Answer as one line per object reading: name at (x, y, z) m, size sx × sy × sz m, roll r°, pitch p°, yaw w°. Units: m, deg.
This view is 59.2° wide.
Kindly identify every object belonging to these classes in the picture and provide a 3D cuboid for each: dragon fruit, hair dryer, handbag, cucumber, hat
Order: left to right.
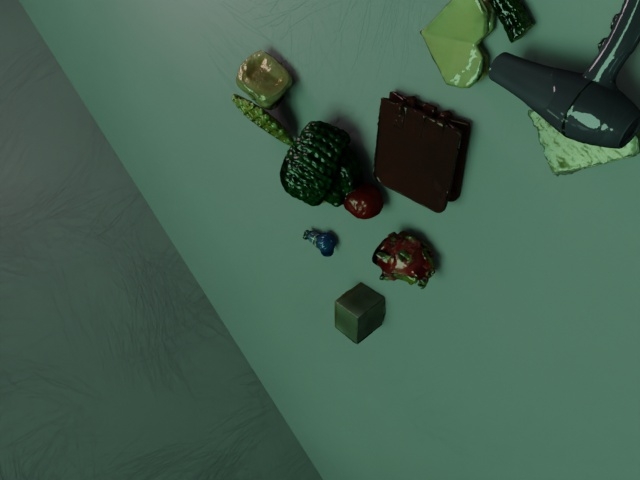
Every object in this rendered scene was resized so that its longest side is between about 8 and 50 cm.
hat at (0.055, -0.196, 1.722) m, size 0.332 × 0.242 × 0.274 m, roll 30°, pitch 170°, yaw -3°
dragon fruit at (0.259, 0.066, 1.716) m, size 0.172 × 0.160 × 0.166 m, roll 30°, pitch 99°, yaw 29°
handbag at (0.262, -0.233, 1.496) m, size 0.260 × 0.084 × 0.275 m, roll 33°, pitch 142°, yaw 33°
cucumber at (0.364, -0.496, 1.143) m, size 0.187 × 0.058 × 0.058 m, roll 58°, pitch 148°, yaw -2°
hair dryer at (0.495, -0.374, 1.020) m, size 0.301 × 0.121 × 0.361 m, roll 43°, pitch 129°, yaw 32°

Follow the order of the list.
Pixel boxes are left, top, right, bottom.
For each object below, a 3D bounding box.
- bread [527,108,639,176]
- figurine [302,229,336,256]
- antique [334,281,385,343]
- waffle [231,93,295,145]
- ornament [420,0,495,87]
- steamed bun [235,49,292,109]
bread at (0.537, -0.205, 1.165) m, size 0.232 × 0.064 × 0.172 m, roll 33°, pitch 130°, yaw 28°
figurine at (0.000, 0.000, 2.080) m, size 0.149 × 0.086 × 0.087 m, roll 34°, pitch 104°, yaw 49°
antique at (0.137, 0.263, 2.067) m, size 0.148 × 0.147 × 0.151 m, roll 33°, pitch 141°, yaw 33°
waffle at (-0.189, -0.400, 1.874) m, size 0.214 × 0.054 × 0.208 m, roll 36°, pitch -177°, yaw 33°
ornament at (0.300, -0.456, 1.267) m, size 0.180 × 0.059 × 0.201 m, roll 30°, pitch 138°, yaw 36°
steamed bun at (-0.175, -0.487, 1.794) m, size 0.172 × 0.141 × 0.155 m, roll 42°, pitch 169°, yaw 11°
